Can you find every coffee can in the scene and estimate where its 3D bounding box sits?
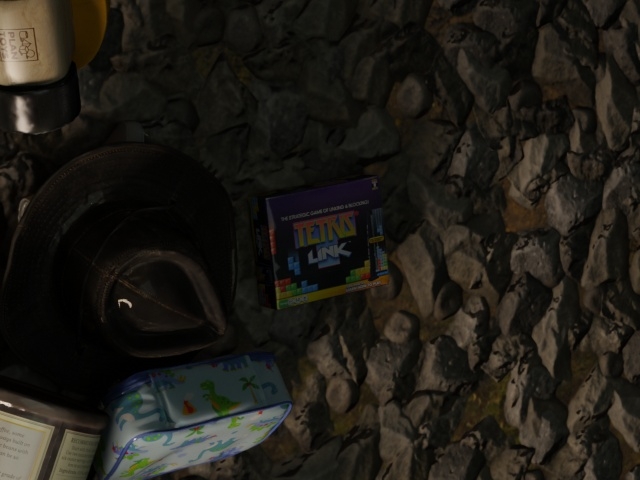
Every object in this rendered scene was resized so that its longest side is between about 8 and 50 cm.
[{"bbox_3d":[-0.363,0.286,1.676,0.201,0.201,0.275,21,84,-32],"label":"coffee can"}]

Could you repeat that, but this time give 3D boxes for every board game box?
[{"bbox_3d":[0.000,0.000,1.964,0.170,0.048,0.141,-13,103,-31],"label":"board game box"}]

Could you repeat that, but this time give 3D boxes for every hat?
[{"bbox_3d":[-0.185,0.054,1.753,0.331,0.134,0.331,-19,121,-36],"label":"hat"}]

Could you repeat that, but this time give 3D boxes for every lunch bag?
[{"bbox_3d":[-0.156,0.206,1.819,0.219,0.176,0.090,-11,65,-29],"label":"lunch bag"}]

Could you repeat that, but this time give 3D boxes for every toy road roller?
[{"bbox_3d":[-0.381,-0.242,1.621,0.329,0.240,0.202,-1,121,2],"label":"toy road roller"}]

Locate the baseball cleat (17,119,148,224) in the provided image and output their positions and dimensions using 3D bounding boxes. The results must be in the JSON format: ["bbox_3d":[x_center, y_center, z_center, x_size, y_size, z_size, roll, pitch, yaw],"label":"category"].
[{"bbox_3d":[-0.270,-0.053,1.772,0.109,0.072,0.206,26,81,-32],"label":"baseball cleat"}]
